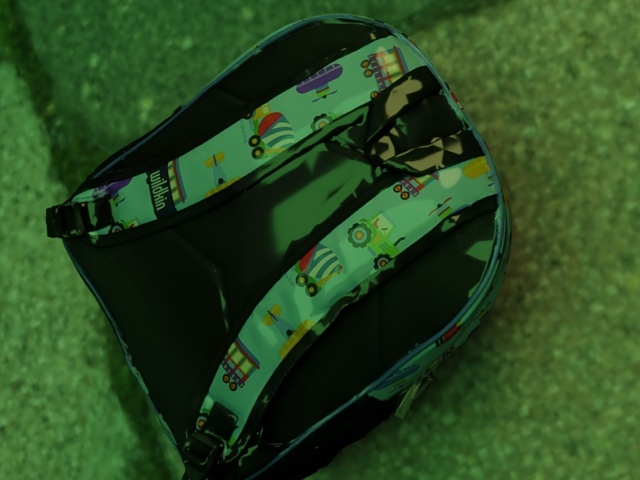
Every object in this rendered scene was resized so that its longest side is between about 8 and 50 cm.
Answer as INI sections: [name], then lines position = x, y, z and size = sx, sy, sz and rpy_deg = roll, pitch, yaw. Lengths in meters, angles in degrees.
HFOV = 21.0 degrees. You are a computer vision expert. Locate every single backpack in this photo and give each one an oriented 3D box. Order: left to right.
[backpack]
position = 0.000, 0.000, 0.706
size = 0.173, 0.117, 0.158
rpy_deg = -38, 70, 18
